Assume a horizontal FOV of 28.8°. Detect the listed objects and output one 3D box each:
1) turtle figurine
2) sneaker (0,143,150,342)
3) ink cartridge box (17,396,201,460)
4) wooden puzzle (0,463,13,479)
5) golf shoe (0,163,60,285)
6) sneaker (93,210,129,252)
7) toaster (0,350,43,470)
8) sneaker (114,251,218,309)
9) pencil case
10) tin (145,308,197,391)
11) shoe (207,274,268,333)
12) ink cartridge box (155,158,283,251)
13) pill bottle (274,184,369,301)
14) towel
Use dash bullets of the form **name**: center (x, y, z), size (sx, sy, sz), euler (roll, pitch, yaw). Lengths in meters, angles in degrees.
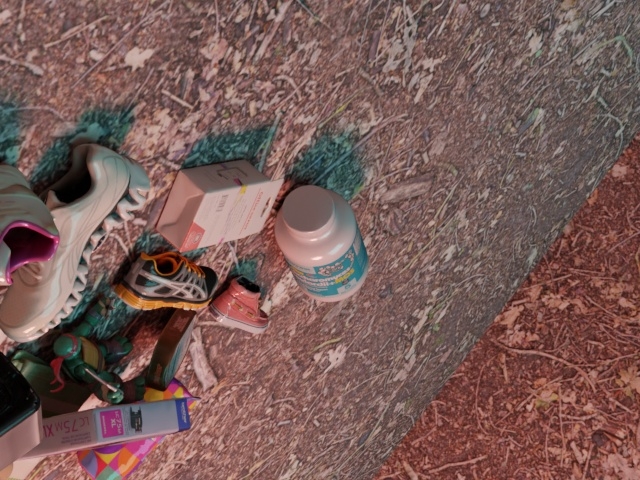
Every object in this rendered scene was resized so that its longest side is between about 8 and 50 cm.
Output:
- **turtle figurine**: center (-0.344, 0.174, 1.906), size (0.118, 0.175, 0.234), euler (-8, 160, 10)
- **sneaker**: center (-0.352, -0.002, 1.663), size (0.292, 0.110, 0.118), euler (-59, 149, -4)
- **ink cartridge box**: center (-0.335, 0.292, 1.949), size (0.185, 0.065, 0.311), euler (-14, 174, 24)
- **wooden puzzle**: center (-0.572, 0.386, 1.799), size (0.239, 0.044, 0.221), euler (-54, 156, -8)
- **golf shoe**: center (-0.446, 0.017, 1.463), size (0.306, 0.140, 0.115), euler (-33, 152, -34)
- **sneaker**: center (-0.299, -0.033, 1.765), size (0.135, 0.052, 0.058), euler (-55, 161, 9)
- **toaster**: center (-0.476, 0.226, 1.678), size (0.185, 0.168, 0.110), euler (-36, 155, -29)
- **sneaker**: center (-0.230, 0.058, 1.984), size (0.215, 0.084, 0.083), euler (-6, 125, -58)
- **pencil case**: center (-0.324, 0.328, 2.188), size (0.236, 0.104, 0.104), euler (-49, 157, -10)
- **tin**: center (-0.247, 0.179, 2.078), size (0.190, 0.040, 0.106), euler (-66, 170, -65)
- **shoe**: center (-0.129, 0.117, 2.269), size (0.081, 0.063, 0.178), euler (-50, 153, 11)
- **ink cartridge box**: center (-0.156, -0.059, 1.964), size (0.198, 0.067, 0.115), euler (-13, 137, -53)
- **pill bottle**: center (0.000, 0.000, 2.232), size (0.146, 0.146, 0.264), euler (-46, 155, -11)
- **towel**: center (-0.503, 0.322, 1.931), size (0.325, 0.038, 0.248), euler (-52, 157, -2)
